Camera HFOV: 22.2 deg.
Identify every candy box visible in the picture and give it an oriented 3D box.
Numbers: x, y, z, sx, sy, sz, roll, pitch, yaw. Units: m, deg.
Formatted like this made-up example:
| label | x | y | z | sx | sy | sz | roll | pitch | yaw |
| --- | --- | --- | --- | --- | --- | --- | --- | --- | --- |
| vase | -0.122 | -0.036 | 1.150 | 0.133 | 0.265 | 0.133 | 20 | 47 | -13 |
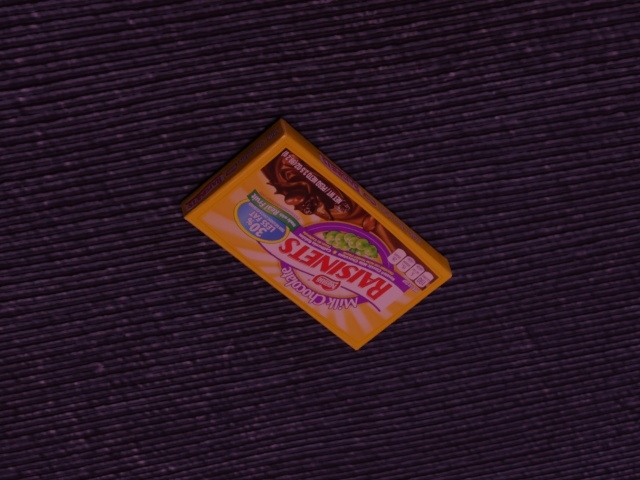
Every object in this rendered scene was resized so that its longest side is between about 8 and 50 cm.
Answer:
| label | x | y | z | sx | sy | sz | roll | pitch | yaw |
| --- | --- | --- | --- | --- | --- | --- | --- | --- | --- |
| candy box | 0.000 | 0.000 | 1.256 | 0.105 | 0.027 | 0.206 | -38 | 127 | 19 |
